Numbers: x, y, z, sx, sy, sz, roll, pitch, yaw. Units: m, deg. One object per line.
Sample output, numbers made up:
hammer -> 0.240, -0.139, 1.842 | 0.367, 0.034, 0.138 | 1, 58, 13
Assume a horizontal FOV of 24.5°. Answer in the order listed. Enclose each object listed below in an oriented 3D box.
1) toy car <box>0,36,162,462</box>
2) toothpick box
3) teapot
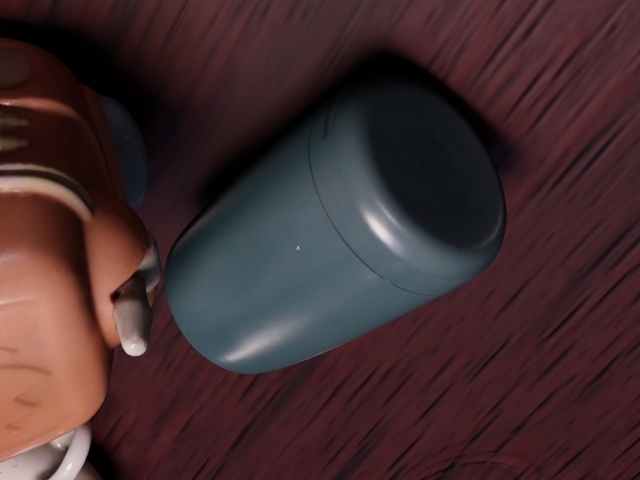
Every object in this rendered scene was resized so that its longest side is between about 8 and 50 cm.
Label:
toy car -> -0.192, -0.001, 0.769 | 0.212, 0.270, 0.180 | -11, 129, -4
toothpick box -> 0.000, 0.000, 0.812 | 0.120, 0.120, 0.184 | 37, 133, -24
teapot -> -0.216, 0.187, 1.061 | 0.145, 0.092, 0.226 | 25, 133, -17
